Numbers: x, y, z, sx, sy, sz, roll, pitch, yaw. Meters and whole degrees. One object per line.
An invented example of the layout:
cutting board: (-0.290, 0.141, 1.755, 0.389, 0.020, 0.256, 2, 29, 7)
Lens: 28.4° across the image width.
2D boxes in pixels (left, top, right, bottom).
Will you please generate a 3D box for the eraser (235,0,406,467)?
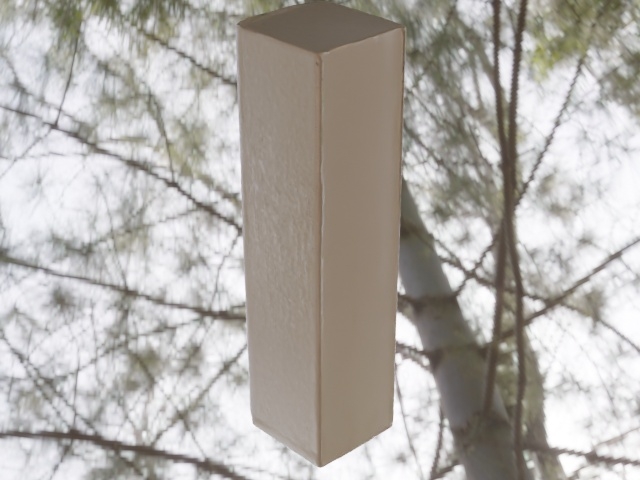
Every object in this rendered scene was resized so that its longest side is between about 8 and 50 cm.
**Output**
eraser: (0.001, 0.000, 0.834, 0.076, 0.078, 0.298, -24, -54, -38)
